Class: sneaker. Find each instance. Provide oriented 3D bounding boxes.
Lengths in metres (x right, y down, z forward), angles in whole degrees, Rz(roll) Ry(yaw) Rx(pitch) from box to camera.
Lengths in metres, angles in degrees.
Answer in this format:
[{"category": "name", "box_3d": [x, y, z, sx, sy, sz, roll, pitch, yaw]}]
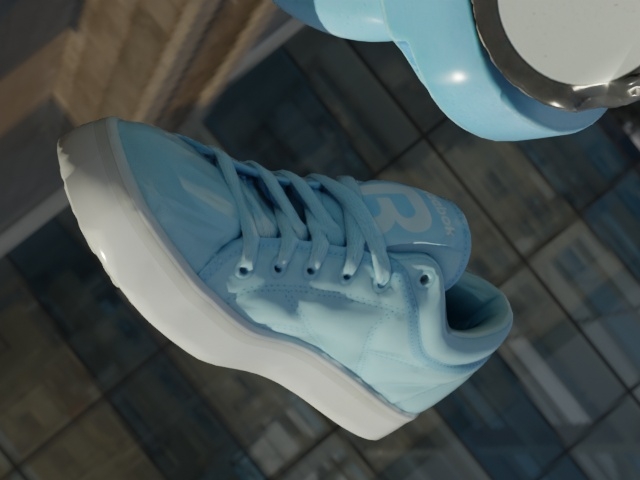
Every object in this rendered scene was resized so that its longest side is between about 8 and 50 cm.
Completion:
[{"category": "sneaker", "box_3d": [0.000, 0.000, 0.794, 0.150, 0.135, 0.366, -36, 147, 13]}]

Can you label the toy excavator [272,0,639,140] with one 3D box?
[{"category": "toy excavator", "box_3d": [0.000, -0.255, 0.719, 0.445, 0.433, 0.222, -6, -168, 36]}]
